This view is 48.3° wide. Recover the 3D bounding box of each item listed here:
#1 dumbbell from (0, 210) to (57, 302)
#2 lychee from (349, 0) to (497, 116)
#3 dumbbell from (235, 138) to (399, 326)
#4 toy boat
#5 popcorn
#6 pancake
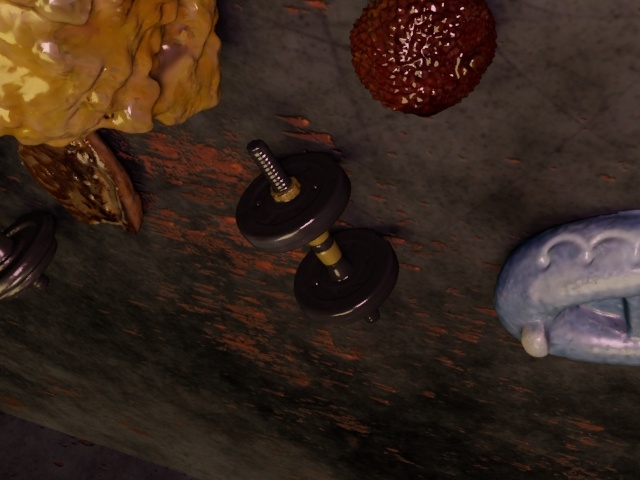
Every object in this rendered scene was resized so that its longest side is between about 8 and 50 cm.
[{"bbox_3d":[-0.545,-0.016,1.131,0.192,0.192,0.290,-8,135,38],"label":"dumbbell"},{"bbox_3d":[0.084,-0.169,0.620,0.129,0.123,0.123,17,147,25],"label":"lychee"},{"bbox_3d":[0.000,0.000,0.877,0.143,0.143,0.325,-3,138,34],"label":"dumbbell"},{"bbox_3d":[0.356,0.078,0.798,0.330,0.123,0.215,1,142,27],"label":"toy boat"},{"bbox_3d":[-0.219,-0.203,0.629,0.332,0.265,0.225,27,-165,-49],"label":"popcorn"},{"bbox_3d":[-0.330,-0.095,1.021,0.212,0.056,0.257,40,151,-12],"label":"pancake"}]
